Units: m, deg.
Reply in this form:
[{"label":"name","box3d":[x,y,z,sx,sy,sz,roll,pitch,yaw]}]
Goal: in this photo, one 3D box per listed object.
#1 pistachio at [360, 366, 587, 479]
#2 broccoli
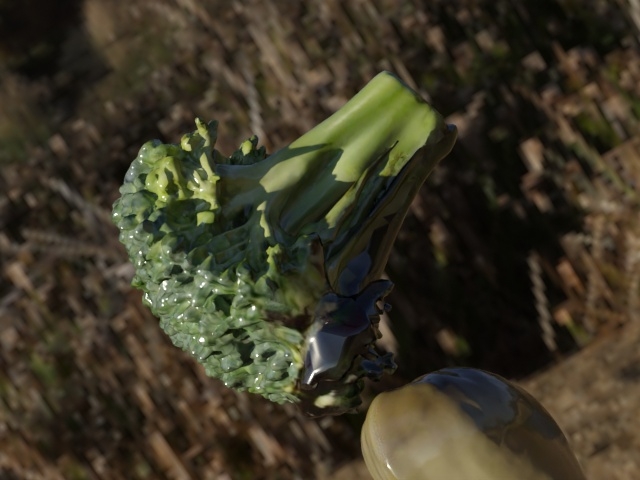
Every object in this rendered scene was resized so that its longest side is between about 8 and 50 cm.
[{"label":"pistachio","box3d":[0.107,0.156,1.222,0.124,0.185,0.124,-47,12,13]},{"label":"broccoli","box3d":[0.000,0.000,1.254,0.243,0.263,0.247,-49,43,-4]}]
